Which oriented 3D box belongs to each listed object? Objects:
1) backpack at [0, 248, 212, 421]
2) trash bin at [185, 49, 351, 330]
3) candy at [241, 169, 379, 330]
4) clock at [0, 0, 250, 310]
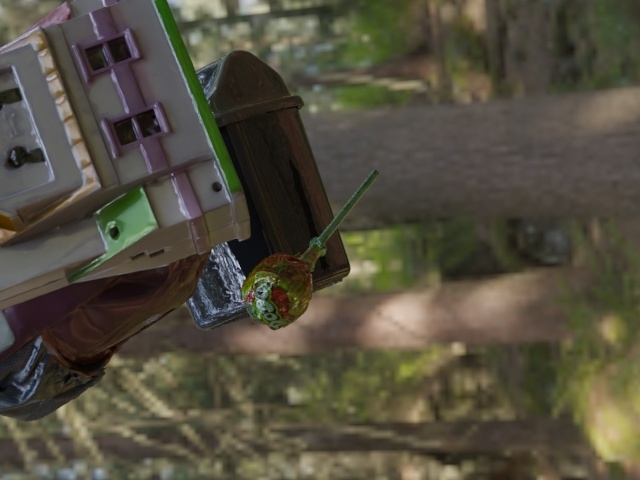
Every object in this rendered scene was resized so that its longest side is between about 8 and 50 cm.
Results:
[{"bbox_3d":[-0.243,-0.001,1.752,0.197,0.317,0.283,20,-138,-54],"label":"backpack"},{"bbox_3d":[-0.103,-0.057,2.015,0.182,0.209,0.290,-18,-94,-52],"label":"trash bin"},{"bbox_3d":[0.000,0.000,1.462,0.201,0.060,0.060,-50,-46,-40],"label":"candy"},{"bbox_3d":[-0.246,-0.068,1.520,0.166,0.310,0.235,93,156,-73],"label":"clock"}]
